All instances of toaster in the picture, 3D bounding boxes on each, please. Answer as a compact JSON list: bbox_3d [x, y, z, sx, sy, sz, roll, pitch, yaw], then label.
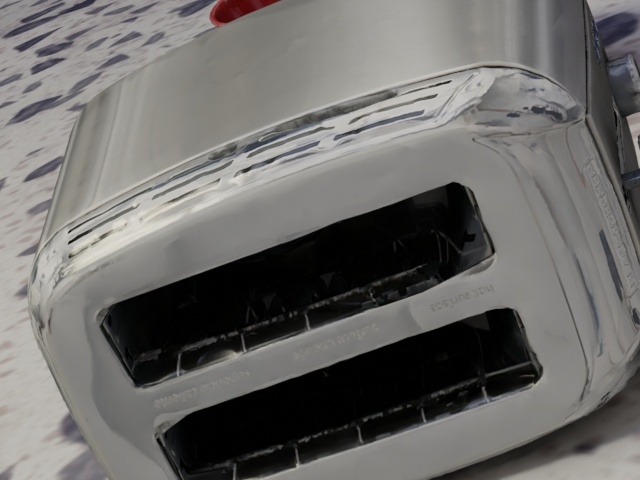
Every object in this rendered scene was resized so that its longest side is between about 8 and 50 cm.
[{"bbox_3d":[0.000,0.000,0.513,0.227,0.129,0.146,-18,21,9],"label":"toaster"}]

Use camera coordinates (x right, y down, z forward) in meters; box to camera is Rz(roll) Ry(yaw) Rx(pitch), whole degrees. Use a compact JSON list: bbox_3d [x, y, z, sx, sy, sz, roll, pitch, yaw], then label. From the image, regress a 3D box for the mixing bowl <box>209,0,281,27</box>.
[{"bbox_3d":[0.051,-0.096,0.757,0.181,0.098,0.181,-20,20,8],"label":"mixing bowl"}]
